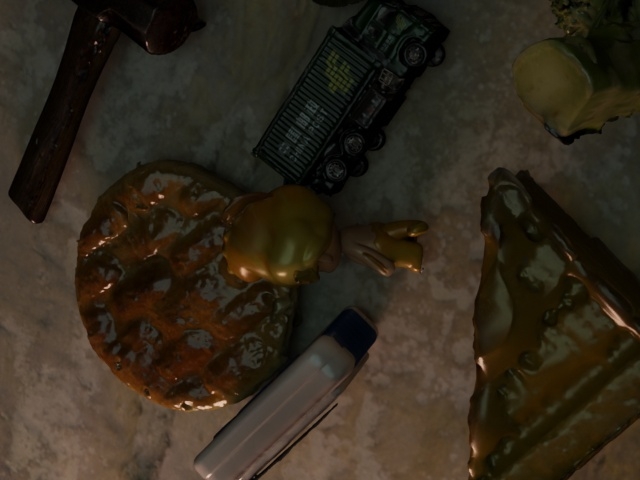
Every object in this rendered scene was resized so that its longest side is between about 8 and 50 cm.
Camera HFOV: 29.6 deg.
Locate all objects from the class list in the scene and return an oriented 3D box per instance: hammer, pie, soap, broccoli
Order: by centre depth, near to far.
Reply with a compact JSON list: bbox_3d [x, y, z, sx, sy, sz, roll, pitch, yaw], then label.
[{"bbox_3d":[0.302,-0.199,1.220,0.221,0.361,0.252,-19,73,41],"label":"broccoli"},{"bbox_3d":[0.208,0.132,1.406,0.304,0.169,0.339,46,110,8],"label":"soap"},{"bbox_3d":[-0.178,0.063,1.593,0.339,0.083,0.340,3,101,18],"label":"pie"},{"bbox_3d":[-0.325,-0.209,1.602,0.242,0.095,0.409,37,118,21],"label":"hammer"}]

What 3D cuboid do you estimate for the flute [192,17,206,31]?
[{"bbox_3d":[-0.209,-0.375,1.558,0.027,0.027,0.233,-28,87,23],"label":"flute"}]

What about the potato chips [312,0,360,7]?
[{"bbox_3d":[0.028,-0.390,1.436,0.202,0.029,0.220,-5,90,44],"label":"potato chips"}]

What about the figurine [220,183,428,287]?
[{"bbox_3d":[0.000,0.000,1.454,0.246,0.156,0.131,3,117,-14],"label":"figurine"}]

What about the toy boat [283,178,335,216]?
[{"bbox_3d":[-0.015,-0.055,1.533,0.083,0.038,0.038,39,110,10],"label":"toy boat"}]

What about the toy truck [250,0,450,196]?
[{"bbox_3d":[0.040,-0.176,1.463,0.121,0.088,0.259,39,111,11],"label":"toy truck"}]

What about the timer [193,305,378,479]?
[{"bbox_3d":[-0.035,0.201,1.506,0.078,0.178,0.253,45,112,3],"label":"timer"}]
